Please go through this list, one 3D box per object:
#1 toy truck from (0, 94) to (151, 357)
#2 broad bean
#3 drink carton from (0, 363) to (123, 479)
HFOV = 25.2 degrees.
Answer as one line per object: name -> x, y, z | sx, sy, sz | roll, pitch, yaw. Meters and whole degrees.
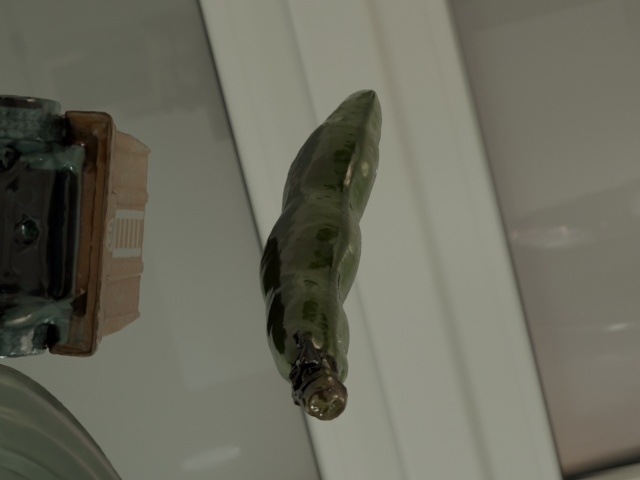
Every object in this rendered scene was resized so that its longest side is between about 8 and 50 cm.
toy truck -> -0.250, -0.014, 0.790 | 0.306, 0.136, 0.162 | 4, -179, 8
broad bean -> -0.001, 0.001, 0.665 | 0.060, 0.043, 0.297 | -48, -165, 27
drink carton -> -0.164, 0.133, 0.498 | 0.191, 0.185, 0.190 | -31, 175, -46
